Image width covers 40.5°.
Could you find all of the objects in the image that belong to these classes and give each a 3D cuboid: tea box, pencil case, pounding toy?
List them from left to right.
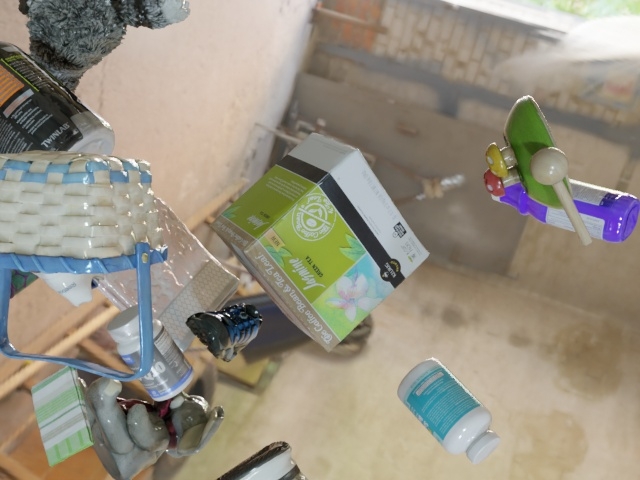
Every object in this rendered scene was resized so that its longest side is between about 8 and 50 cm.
[{"bbox_3d":[-0.773,0.092,2.266,0.070,0.064,0.152,-46,178,39],"label":"pencil case"},{"bbox_3d":[0.000,0.000,1.899,0.323,0.220,0.329,-43,120,-8],"label":"tea box"},{"bbox_3d":[0.304,-0.102,1.310,0.237,0.110,0.183,-98,164,-55],"label":"pounding toy"}]

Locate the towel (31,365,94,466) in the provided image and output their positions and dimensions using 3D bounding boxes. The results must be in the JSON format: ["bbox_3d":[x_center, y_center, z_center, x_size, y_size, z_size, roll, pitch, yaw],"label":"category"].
[{"bbox_3d":[-0.459,0.311,1.546,0.113,0.152,0.023,-31,157,23],"label":"towel"}]

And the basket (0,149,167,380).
[{"bbox_3d":[-0.324,0.028,1.138,0.201,0.255,0.288,-2,98,-66],"label":"basket"}]

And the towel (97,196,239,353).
[{"bbox_3d":[-0.366,0.077,2.028,0.053,0.317,0.332,-41,-173,34],"label":"towel"}]

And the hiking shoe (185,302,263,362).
[{"bbox_3d":[-0.198,0.174,1.839,0.132,0.113,0.304,-43,173,-6],"label":"hiking shoe"}]

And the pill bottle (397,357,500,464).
[{"bbox_3d":[0.324,0.429,2.161,0.146,0.264,0.146,-29,145,-23],"label":"pill bottle"}]

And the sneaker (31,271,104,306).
[{"bbox_3d":[-0.455,0.023,1.611,0.129,0.111,0.297,59,14,-23],"label":"sneaker"}]

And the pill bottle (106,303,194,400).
[{"bbox_3d":[-0.258,0.168,1.312,0.137,0.078,0.078,59,36,-20],"label":"pill bottle"}]

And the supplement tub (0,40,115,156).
[{"bbox_3d":[-0.585,-0.242,1.678,0.207,0.338,0.207,-49,172,-9],"label":"supplement tub"}]

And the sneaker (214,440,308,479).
[{"bbox_3d":[-0.170,0.551,1.438,0.447,0.257,0.169,-35,176,16],"label":"sneaker"}]

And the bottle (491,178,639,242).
[{"bbox_3d":[0.484,-0.076,1.738,0.118,0.283,0.092,-27,128,-50],"label":"bottle"}]

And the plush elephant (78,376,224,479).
[{"bbox_3d":[-0.340,0.374,1.811,0.255,0.330,0.272,-30,-179,-32],"label":"plush elephant"}]

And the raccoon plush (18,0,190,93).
[{"bbox_3d":[-0.531,-0.419,2.010,0.216,0.447,0.299,-26,120,-64],"label":"raccoon plush"}]
